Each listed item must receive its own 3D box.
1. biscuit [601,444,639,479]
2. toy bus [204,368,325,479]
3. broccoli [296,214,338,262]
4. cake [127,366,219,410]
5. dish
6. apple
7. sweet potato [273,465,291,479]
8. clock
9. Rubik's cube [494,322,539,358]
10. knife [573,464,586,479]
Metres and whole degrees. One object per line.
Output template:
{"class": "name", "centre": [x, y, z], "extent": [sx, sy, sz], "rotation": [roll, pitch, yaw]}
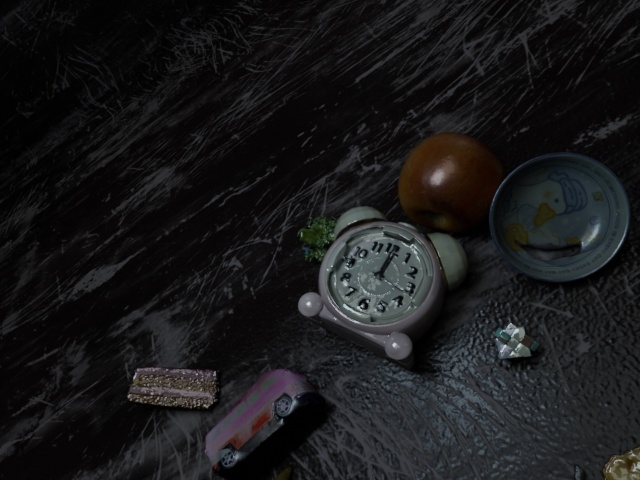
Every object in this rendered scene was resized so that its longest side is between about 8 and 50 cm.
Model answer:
{"class": "biscuit", "centre": [0.594, 0.463, 0.792], "extent": [0.203, 0.041, 0.260], "rotation": [-48, 51, -6]}
{"class": "toy bus", "centre": [-0.136, 0.443, 1.170], "extent": [0.302, 0.127, 0.147], "rotation": [-45, 48, 1]}
{"class": "broccoli", "centre": [0.000, 0.000, 1.328], "extent": [0.154, 0.160, 0.167], "rotation": [-22, 61, 52]}
{"class": "cake", "centre": [-0.421, 0.419, 1.373], "extent": [0.295, 0.113, 0.116], "rotation": [-7, 62, 20]}
{"class": "dish", "centre": [0.514, -0.052, 1.075], "extent": [0.273, 0.134, 0.273], "rotation": [1, 96, 15]}
{"class": "apple", "centre": [0.312, -0.130, 1.174], "extent": [0.253, 0.253, 0.254], "rotation": [-14, 57, 23]}
{"class": "sweet potato", "centre": [-0.098, 0.642, 1.083], "extent": [0.069, 0.059, 0.250], "rotation": [-14, 59, 47]}
{"class": "clock", "centre": [0.149, 0.096, 1.155], "extent": [0.342, 0.184, 0.326], "rotation": [23, 76, 18]}
{"class": "Rubik's cube", "centre": [0.410, 0.209, 1.017], "extent": [0.084, 0.075, 0.073], "rotation": [-10, 74, 8]}
{"class": "knife", "centre": [0.475, 0.512, 0.842], "extent": [0.045, 0.021, 0.222], "rotation": [-10, 60, 29]}
